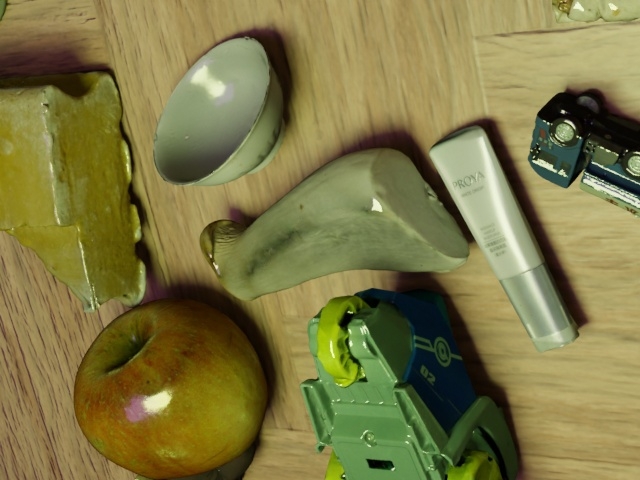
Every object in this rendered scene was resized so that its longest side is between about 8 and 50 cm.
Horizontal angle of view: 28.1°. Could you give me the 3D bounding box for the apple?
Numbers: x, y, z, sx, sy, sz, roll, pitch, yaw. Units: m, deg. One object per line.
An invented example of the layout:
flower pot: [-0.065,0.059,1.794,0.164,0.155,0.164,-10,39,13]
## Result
apple: [-0.182,0.192,1.599,0.237,0.237,0.207,-7,133,36]

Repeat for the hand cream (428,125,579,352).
hand cream: [0.199,-0.002,1.358,0.079,0.048,0.255,-24,97,41]

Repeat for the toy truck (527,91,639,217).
toy truck: [0.304,-0.071,1.244,0.201,0.074,0.088,27,134,20]

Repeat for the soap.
soap: [-0.405,-0.057,1.662,0.338,0.169,0.304,1,103,34]

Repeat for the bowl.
bowl: [-0.096,-0.130,1.450,0.189,0.189,0.086,-21,142,39]

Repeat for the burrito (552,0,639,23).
burrito: [0.374,-0.257,1.082,0.392,0.076,0.117,-5,132,31]

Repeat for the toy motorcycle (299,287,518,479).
toy motorcycle: [0.093,0.170,1.436,0.191,0.200,0.326,-1,123,34]

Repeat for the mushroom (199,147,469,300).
mushroom: [0.000,0.000,1.448,0.328,0.122,0.159,-20,92,39]

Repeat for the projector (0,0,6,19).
projector: [-0.587,-0.320,1.596,0.248,0.249,0.248,-24,98,39]

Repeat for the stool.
stool: [-0.163,0.305,1.712,0.121,0.125,0.217,35,118,17]
